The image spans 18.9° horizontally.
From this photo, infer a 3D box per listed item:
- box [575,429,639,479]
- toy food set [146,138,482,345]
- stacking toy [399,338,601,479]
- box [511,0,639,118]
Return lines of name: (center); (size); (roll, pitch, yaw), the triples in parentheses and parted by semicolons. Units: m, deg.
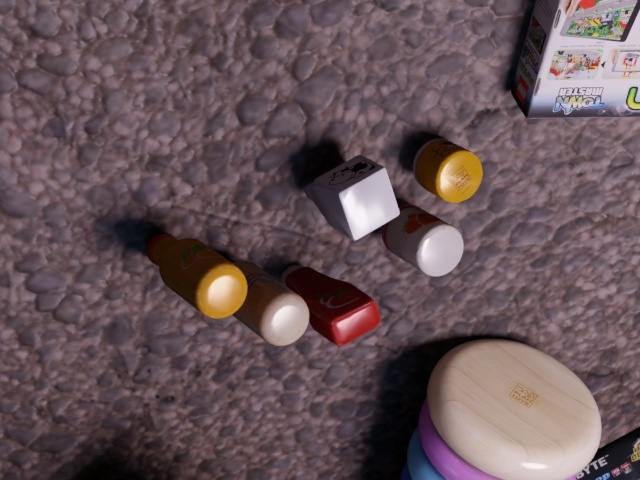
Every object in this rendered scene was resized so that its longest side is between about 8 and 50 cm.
box: (0.309, 0.252, 1.702); (0.175, 0.051, 0.220); (-29, 132, 6)
toy food set: (0.000, 0.000, 1.372); (0.232, 0.104, 0.111); (-30, 121, -18)
stacking toy: (0.109, 0.239, 1.574); (0.141, 0.141, 0.330); (2, 132, -22)
box: (0.246, -0.142, 1.359); (0.207, 0.036, 0.114); (-1, 129, -19)
